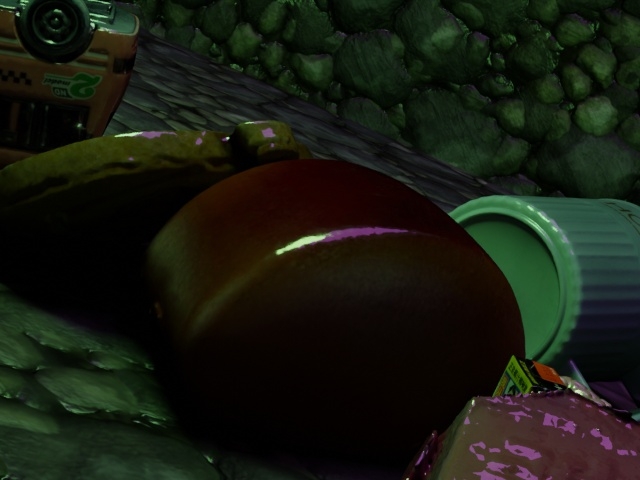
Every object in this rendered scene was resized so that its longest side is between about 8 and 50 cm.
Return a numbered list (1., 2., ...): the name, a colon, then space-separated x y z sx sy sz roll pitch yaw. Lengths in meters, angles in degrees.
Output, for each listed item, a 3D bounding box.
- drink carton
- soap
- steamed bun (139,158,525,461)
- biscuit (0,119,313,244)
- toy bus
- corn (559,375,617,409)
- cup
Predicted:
1. drink carton: 0.169 0.194 1.071 0.056 0.165 0.071 20 15 -14
2. soap: 0.210 0.236 0.931 0.325 0.127 0.220 23 38 0
3. steamed bun: 0.026 0.058 1.168 0.379 0.248 0.235 16 17 -29
4. biscuit: -0.163 -0.049 1.282 0.350 0.070 0.394 -17 -10 41
5. toy bus: -0.430 -0.205 1.348 0.427 0.233 0.203 9 18 -10
6. corn: 0.328 0.255 1.208 0.335 0.126 0.127 33 17 25
7. cup: 0.306 0.101 1.573 0.257 0.331 0.311 -8 -7 39
